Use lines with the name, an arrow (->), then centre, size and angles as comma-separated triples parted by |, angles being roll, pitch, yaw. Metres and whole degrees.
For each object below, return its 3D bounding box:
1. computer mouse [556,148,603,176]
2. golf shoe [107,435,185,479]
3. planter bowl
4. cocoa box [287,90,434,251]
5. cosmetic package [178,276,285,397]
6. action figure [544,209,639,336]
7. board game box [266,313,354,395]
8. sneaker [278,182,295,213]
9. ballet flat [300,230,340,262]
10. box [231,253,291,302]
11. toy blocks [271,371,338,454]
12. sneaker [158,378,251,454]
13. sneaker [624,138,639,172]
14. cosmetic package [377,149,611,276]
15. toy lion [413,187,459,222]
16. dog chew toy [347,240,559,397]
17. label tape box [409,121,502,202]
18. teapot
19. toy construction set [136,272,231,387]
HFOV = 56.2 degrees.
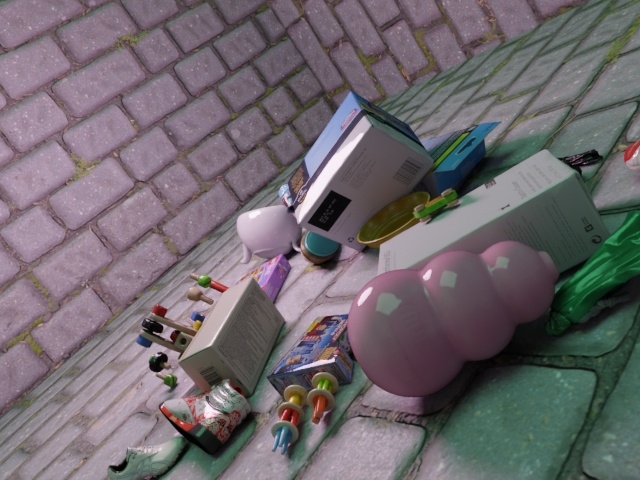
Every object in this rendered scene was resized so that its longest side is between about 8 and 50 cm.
computer mouse -> 0.485, -0.127, 1.326 | 0.262, 0.060, 0.184 | -44, 19, -29
golf shoe -> -0.380, 0.476, 1.306 | 0.176, 0.086, 0.069 | -37, 14, -11
planter bowl -> 0.208, -0.027, 1.543 | 0.217, 0.090, 0.217 | -31, 17, 11
cocoa box -> 0.100, -0.191, 1.689 | 0.347, 0.231, 0.228 | -53, 31, 24
cosmetic package -> -0.209, 0.245, 1.488 | 0.113, 0.160, 0.309 | -29, 16, 23
action figure -> 0.427, 0.061, 0.902 | 0.232, 0.063, 0.137 | -41, 17, 3
board game box -> 0.013, 0.236, 1.241 | 0.194, 0.060, 0.194 | -13, 27, 51
sneaker -> -0.020, -0.101, 2.039 | 0.104, 0.261, 0.125 | -58, 30, 36
ballet flat -> 0.000, 0.000, 1.887 | 0.124, 0.116, 0.342 | -49, 6, 33
box -> -0.218, 0.170, 1.900 | 0.200, 0.057, 0.293 | -29, 17, 23
toy blocks -> -0.031, 0.320, 1.100 | 0.123, 0.054, 0.148 | -29, 17, 23
sneaker -> -0.253, 0.373, 1.335 | 0.145, 0.090, 0.270 | -44, 22, -26
sneaker -> 0.690, -0.221, 1.116 | 0.279, 0.107, 0.118 | -32, 7, 3
cosmetic package -> 0.304, 0.009, 1.120 | 0.384, 0.156, 0.217 | -30, 13, 15
toy lion -> 0.232, -0.073, 1.209 | 0.100, 0.034, 0.096 | -30, 2, 22
dog chew toy -> 0.211, 0.111, 0.946 | 0.331, 0.207, 0.207 | -28, 17, 15
label tape box -> 0.352, -0.210, 1.745 | 0.249, 0.115, 0.347 | -44, 21, -27
teapot -> -0.167, -0.015, 2.123 | 0.252, 0.187, 0.256 | -10, -6, -10
toy construction set -> -0.315, 0.252, 1.648 | 0.237, 0.257, 0.309 | 20, 60, 23
